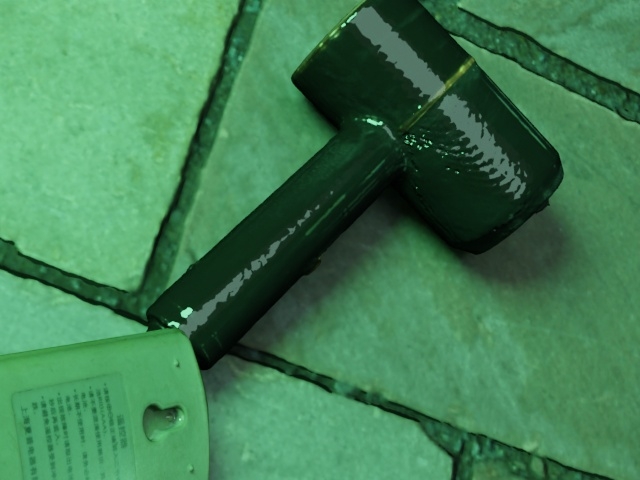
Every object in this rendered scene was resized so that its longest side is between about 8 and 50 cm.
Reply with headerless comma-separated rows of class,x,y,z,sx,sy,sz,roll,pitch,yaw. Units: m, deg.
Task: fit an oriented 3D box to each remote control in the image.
remote control,-0.134,0.101,0.539,0.233,0.038,0.098,-4,85,-60

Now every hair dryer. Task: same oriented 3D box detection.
hair dryer,0.000,0.000,0.726,0.189,0.107,0.352,45,66,-3
